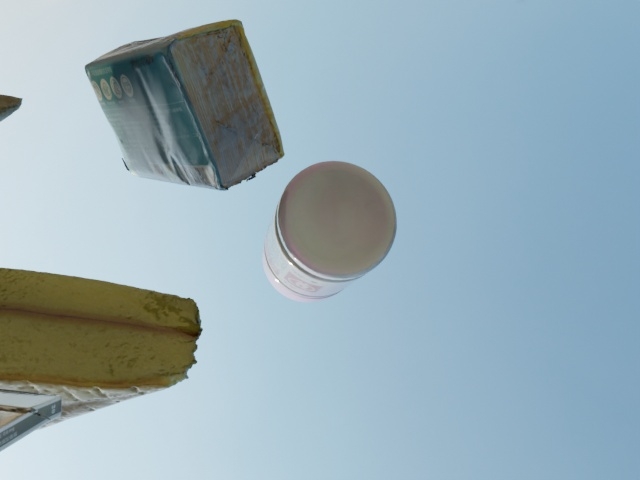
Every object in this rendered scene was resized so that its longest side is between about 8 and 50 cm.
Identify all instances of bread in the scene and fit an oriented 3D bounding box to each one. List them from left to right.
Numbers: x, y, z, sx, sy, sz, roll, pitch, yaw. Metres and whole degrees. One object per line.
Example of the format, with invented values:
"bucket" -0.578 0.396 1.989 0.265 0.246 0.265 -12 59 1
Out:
"bread" -0.402 0.146 0.898 0.361 0.245 0.233 -17 -141 9

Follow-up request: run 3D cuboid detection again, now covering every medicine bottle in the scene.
"medicine bottle" 0.000 0.000 1.003 0.202 0.316 0.202 3 -105 -11

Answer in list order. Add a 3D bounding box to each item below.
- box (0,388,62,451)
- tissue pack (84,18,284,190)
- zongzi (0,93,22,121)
"box" -0.356 0.188 0.503 0.109 0.198 0.029 2 -83 13
"tissue pack" -0.190 -0.183 0.743 0.134 0.192 0.270 -35 -148 -33
"zongzi" -0.868 -0.279 0.933 0.500 0.218 0.467 45 -123 8
